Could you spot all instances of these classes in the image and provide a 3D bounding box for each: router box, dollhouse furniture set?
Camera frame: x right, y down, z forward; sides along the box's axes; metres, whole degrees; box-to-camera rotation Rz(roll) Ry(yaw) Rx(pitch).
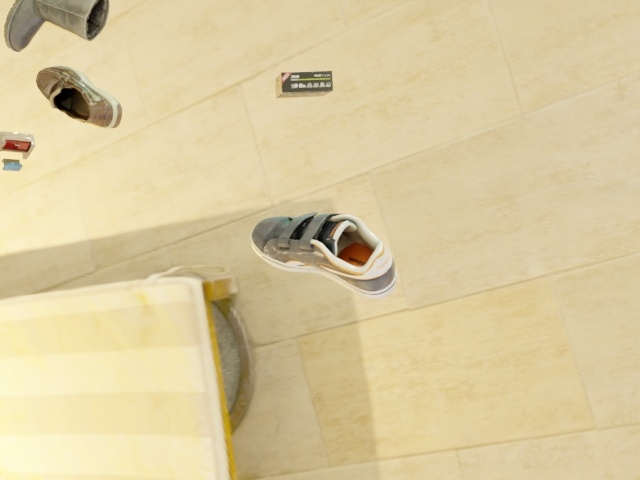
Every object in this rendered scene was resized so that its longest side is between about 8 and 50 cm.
[{"bbox_3d":[-0.032,-0.284,1.472,0.092,0.122,0.038,-3,96,-9],"label":"router box"},{"bbox_3d":[-0.794,-0.211,1.988,0.129,0.184,0.129,-34,63,46],"label":"dollhouse furniture set"}]

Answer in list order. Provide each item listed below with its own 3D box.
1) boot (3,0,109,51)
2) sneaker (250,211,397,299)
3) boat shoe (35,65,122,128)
[{"bbox_3d":[-0.555,-0.458,1.702,0.208,0.076,0.189,27,102,17],"label":"boot"},{"bbox_3d":[0.000,0.000,1.562,0.321,0.126,0.127,18,146,24],"label":"sneaker"},{"bbox_3d":[-0.544,-0.316,1.743,0.257,0.095,0.095,26,112,29],"label":"boat shoe"}]
